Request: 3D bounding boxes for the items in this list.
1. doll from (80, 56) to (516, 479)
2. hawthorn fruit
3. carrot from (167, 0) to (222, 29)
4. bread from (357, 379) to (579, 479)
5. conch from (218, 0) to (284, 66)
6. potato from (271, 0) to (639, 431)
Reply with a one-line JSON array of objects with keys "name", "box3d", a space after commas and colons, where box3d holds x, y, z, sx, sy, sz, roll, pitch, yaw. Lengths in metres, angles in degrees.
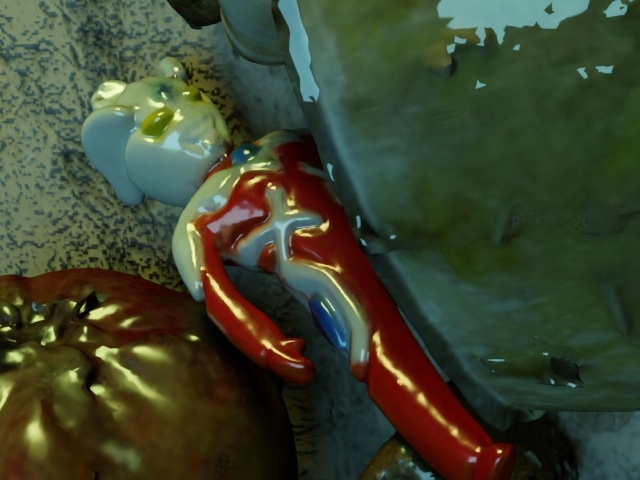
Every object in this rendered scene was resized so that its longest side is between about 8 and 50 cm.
[{"name": "doll", "box3d": [0.000, 0.000, 0.949, 0.384, 0.188, 0.099, 31, 143, 25]}, {"name": "hawthorn fruit", "box3d": [-0.163, 0.177, 1.004, 0.308, 0.308, 0.325, -9, 104, 26]}, {"name": "carrot", "box3d": [-0.025, -0.203, 0.955, 0.186, 0.060, 0.060, -39, 88, 23]}, {"name": "bread", "box3d": [0.017, 0.280, 1.029, 0.113, 0.165, 0.416, 38, 118, 15]}, {"name": "conch", "box3d": [-0.007, -0.174, 0.861, 0.127, 0.158, 0.255, 62, 156, -3]}, {"name": "potato", "box3d": [0.188, -0.148, 0.673, 0.319, 0.385, 0.442, -12, 123, 27]}]
